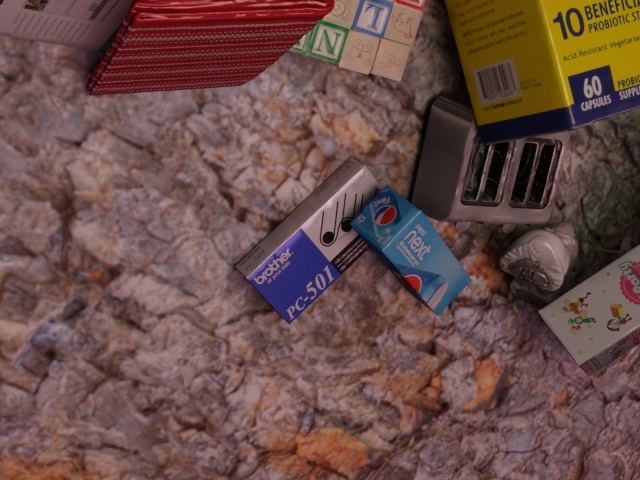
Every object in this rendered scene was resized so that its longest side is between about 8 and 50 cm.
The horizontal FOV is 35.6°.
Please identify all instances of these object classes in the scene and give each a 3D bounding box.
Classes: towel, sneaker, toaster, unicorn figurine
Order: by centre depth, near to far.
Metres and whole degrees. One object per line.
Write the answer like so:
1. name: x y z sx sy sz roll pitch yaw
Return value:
1. towel: -0.123 -0.200 1.020 0.199 0.275 0.031 -7 86 -23
2. toaster: 0.223 -0.107 1.308 0.168 0.110 0.185 2 108 -28
3. sneaker: 0.312 0.015 1.386 0.115 0.090 0.232 -61 163 -11
4. unicorn figurine: 0.515 -0.007 1.518 0.162 0.060 0.111 9 116 -35

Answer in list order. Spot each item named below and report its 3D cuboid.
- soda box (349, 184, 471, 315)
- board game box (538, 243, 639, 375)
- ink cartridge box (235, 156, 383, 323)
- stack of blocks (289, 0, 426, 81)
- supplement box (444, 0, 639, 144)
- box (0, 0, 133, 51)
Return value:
1. soda box: 0.121 0.017 1.292 0.071 0.067 0.210 -46 142 -2
2. board game box: 0.468 0.064 1.397 0.303 0.097 0.224 -36 160 8
3. ink cartridge box: 0.000 0.000 1.277 0.207 0.046 0.097 -43 122 -6
4. stack of blocks: -0.025 -0.301 1.121 0.297 0.087 0.171 11 104 -29
5. supplement box: 0.265 -0.310 1.134 0.194 0.195 0.356 -19 96 -20
6. box: -0.266 -0.254 0.941 0.322 0.232 0.058 7 77 -28
